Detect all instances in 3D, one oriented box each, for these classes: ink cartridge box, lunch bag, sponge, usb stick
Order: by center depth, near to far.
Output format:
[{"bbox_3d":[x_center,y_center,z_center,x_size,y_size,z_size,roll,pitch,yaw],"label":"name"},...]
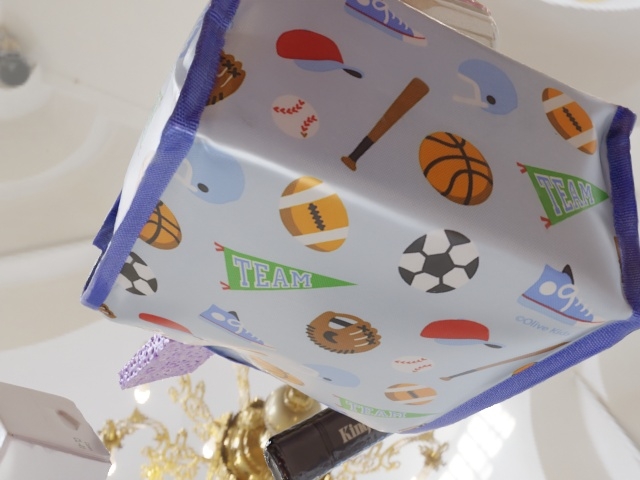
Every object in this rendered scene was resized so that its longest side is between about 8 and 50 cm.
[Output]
[{"bbox_3d":[0.000,0.000,0.682,0.327,0.385,0.239,23,-127,-12],"label":"lunch bag"},{"bbox_3d":[-0.380,0.339,0.989,0.131,0.306,0.226,23,177,-31],"label":"ink cartridge box"},{"bbox_3d":[0.044,0.253,1.181,0.278,0.045,0.077,-20,-102,-35],"label":"usb stick"},{"bbox_3d":[-0.199,0.157,1.220,0.117,0.210,0.031,-8,-111,-35],"label":"sponge"}]

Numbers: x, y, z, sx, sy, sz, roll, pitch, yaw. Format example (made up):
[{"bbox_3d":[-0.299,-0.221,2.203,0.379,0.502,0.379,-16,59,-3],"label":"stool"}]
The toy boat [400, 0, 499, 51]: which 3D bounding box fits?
[{"bbox_3d":[0.059,-0.209,0.863,0.231,0.151,0.151,1,-135,-48],"label":"toy boat"}]
